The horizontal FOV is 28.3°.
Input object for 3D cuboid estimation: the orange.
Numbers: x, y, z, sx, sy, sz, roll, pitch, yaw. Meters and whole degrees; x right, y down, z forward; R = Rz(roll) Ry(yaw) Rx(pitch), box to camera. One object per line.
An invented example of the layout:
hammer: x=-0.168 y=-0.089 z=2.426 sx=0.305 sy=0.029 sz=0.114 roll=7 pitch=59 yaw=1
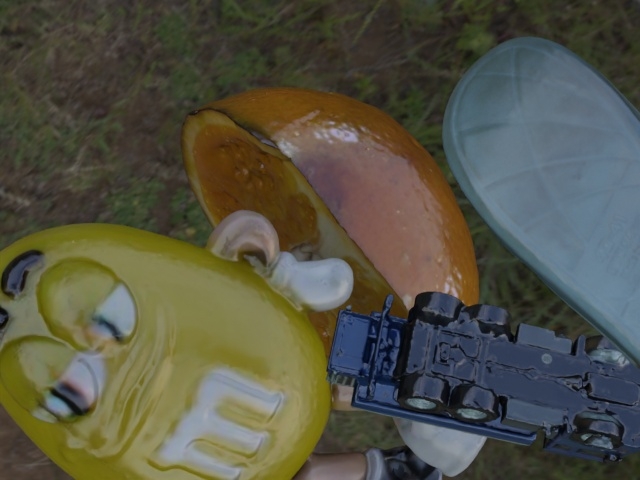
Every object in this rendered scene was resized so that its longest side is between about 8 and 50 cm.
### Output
orange: x=0.002 y=-0.004 z=1.165 sx=0.310 sy=0.274 sz=0.274 roll=20 pitch=69 yaw=-6

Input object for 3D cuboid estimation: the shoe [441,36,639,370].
shoe: x=0.130 y=0.001 z=0.534 sx=0.079 sy=0.078 sz=0.195 roll=-43 pitch=63 yaw=5

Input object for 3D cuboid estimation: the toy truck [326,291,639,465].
toy truck: x=0.104 y=0.091 z=0.799 sx=0.202 sy=0.088 sz=0.074 roll=12 pitch=64 yaw=0

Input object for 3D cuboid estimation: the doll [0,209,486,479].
doll: x=-0.075 y=0.145 z=0.999 sx=0.423 sy=0.161 sz=0.348 roll=-8 pitch=100 yaw=-10
